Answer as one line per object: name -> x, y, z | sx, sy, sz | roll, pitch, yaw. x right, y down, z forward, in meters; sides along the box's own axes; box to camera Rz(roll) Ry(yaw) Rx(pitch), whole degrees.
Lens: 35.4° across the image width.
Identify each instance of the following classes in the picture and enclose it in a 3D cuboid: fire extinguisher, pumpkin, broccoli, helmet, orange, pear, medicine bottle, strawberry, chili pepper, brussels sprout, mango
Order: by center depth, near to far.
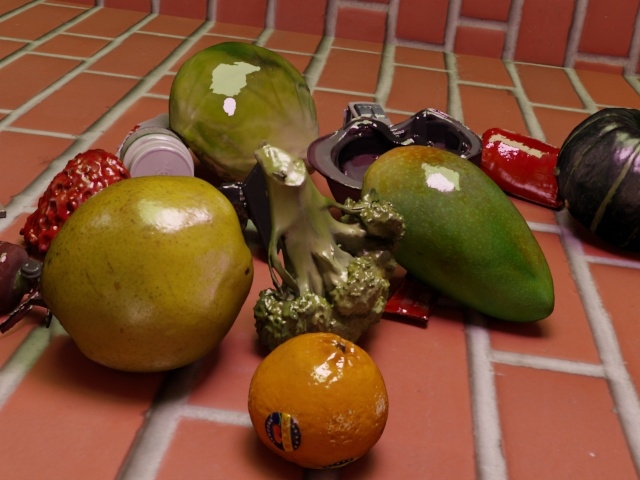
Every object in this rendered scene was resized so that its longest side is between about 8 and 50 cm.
orange -> -0.003, 0.197, 1.241 | 0.177, 0.155, 0.177 | -5, 17, 2
pear -> -0.238, 0.047, 1.379 | 0.294, 0.294, 0.294 | 6, 23, -3
broccoli -> 0.028, 0.020, 1.472 | 0.254, 0.302, 0.186 | -5, 23, -34
fire extinguisher -> -0.535, 0.056, 1.489 | 0.336, 0.107, 0.147 | 12, 49, 12
mango -> 0.229, -0.007, 1.638 | 0.382, 0.225, 0.201 | 41, 56, 8
strawberry -> -0.400, -0.068, 1.714 | 0.233, 0.178, 0.234 | 5, 16, -2
medicine bottle -> -0.308, -0.137, 1.888 | 0.139, 0.139, 0.237 | 1, 11, -13
helmet -> 0.148, -0.111, 1.932 | 0.338, 0.197, 0.271 | -15, 37, -12
pumpkin -> 0.630, -0.121, 2.006 | 0.323, 0.241, 0.323 | 14, 31, -9
brussels sprout -> -0.161, -0.248, 2.078 | 0.344, 0.344, 0.268 | -15, -5, -41
chili pepper -> 0.406, -0.184, 2.242 | 0.338, 0.135, 0.131 | 21, 30, 24

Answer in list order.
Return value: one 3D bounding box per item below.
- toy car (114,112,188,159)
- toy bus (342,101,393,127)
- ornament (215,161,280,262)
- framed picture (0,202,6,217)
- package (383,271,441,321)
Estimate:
toy car -> -0.356, -0.193, 2.087 | 0.089, 0.108, 0.209 | 15, 25, 20
toy bus -> 0.113, -0.204, 2.210 | 0.097, 0.138, 0.343 | 0, 26, -9
ornament -> -0.182, -0.036, 1.827 | 0.196, 0.153, 0.166 | -13, 18, 14
framed picture -> -0.690, -0.065, 1.818 | 0.203, 0.015, 0.150 | -7, 27, -30
package -> 0.164, 0.090, 1.689 | 0.083, 0.022, 0.200 | 15, 23, 15
